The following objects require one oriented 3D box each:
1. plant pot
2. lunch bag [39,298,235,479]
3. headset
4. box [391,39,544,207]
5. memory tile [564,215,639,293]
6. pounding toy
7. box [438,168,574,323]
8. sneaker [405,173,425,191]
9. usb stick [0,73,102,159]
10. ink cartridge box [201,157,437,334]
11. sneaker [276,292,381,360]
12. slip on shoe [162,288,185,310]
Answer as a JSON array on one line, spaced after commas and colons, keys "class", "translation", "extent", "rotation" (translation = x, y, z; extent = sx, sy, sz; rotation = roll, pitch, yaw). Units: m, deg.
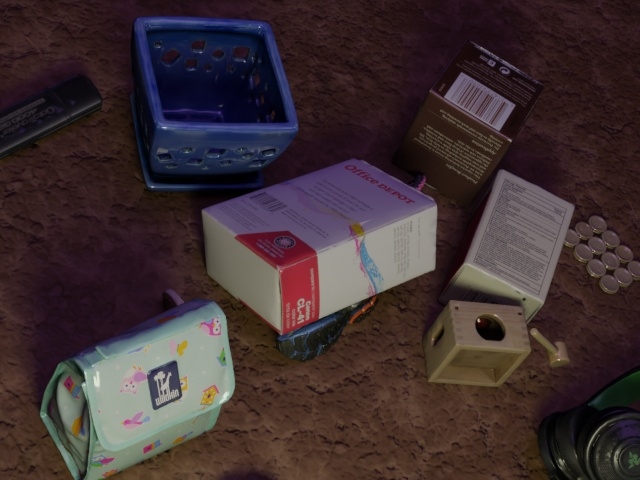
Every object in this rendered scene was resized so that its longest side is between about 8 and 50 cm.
[{"class": "plant pot", "translation": [-0.190, -0.209, 1.916], "extent": [0.236, 0.212, 0.236], "rotation": [-3, 58, -20]}, {"class": "lunch bag", "translation": [-0.244, 0.196, 1.588], "extent": [0.223, 0.262, 0.160], "rotation": [-20, 66, -31]}, {"class": "headset", "translation": [0.436, 0.339, 1.770], "extent": [0.394, 0.243, 0.185], "rotation": [-40, 96, -20]}, {"class": "box", "translation": [0.259, -0.205, 2.077], "extent": [0.168, 0.203, 0.167], "rotation": [32, 52, 4]}, {"class": "memory tile", "translation": [0.512, 0.025, 2.129], "extent": [0.113, 0.012, 0.148], "rotation": [-24, 67, -31]}, {"class": "pounding toy", "translation": [0.291, 0.150, 1.858], "extent": [0.206, 0.181, 0.094], "rotation": [6, 55, -16]}, {"class": "box", "translation": [0.316, 0.021, 1.990], "extent": [0.148, 0.127, 0.232], "rotation": [27, 52, 0]}, {"class": "sneaker", "translation": [0.144, -0.080, 2.056], "extent": [0.057, 0.047, 0.119], "rotation": [25, 50, 13]}, {"class": "usb stick", "translation": [-0.478, -0.192, 1.909], "extent": [0.278, 0.045, 0.077], "rotation": [-34, 80, -34]}, {"class": "ink cartridge box", "translation": [0.000, 0.000, 1.840], "extent": [0.306, 0.131, 0.226], "rotation": [-19, 34, -30]}, {"class": "sneaker", "translation": [0.003, 0.114, 1.858], "extent": [0.087, 0.083, 0.221], "rotation": [36, 46, 23]}, {"class": "slip on shoe", "translation": [-0.212, 0.135, 1.778], "extent": [0.041, 0.051, 0.135], "rotation": [-25, 73, -19]}]
